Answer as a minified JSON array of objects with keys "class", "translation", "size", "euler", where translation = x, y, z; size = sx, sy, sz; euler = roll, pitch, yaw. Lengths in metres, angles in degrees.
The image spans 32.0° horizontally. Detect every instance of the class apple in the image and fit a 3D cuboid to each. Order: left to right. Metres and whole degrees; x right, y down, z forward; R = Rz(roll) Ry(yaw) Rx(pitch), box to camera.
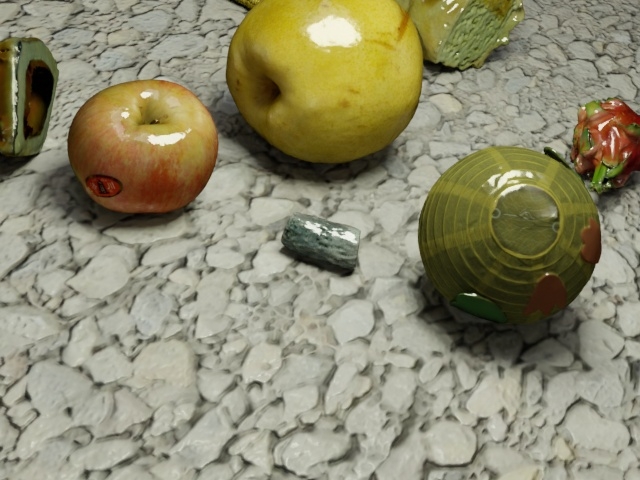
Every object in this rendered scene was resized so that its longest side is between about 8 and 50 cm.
[{"class":"apple","translation":[-0.251,-0.127,1.571],"size":[0.209,0.164,0.209],"euler":[8,49,-9]}]

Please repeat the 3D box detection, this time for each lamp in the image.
[{"class":"lamp","translation":[0.251,0.000,1.542],"size":[0.250,0.284,0.250],"euler":[1,81,-5]}]

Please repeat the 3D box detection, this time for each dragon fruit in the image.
[{"class":"dragon fruit","translation":[0.488,-0.157,1.877],"size":[0.135,0.137,0.236],"euler":[13,27,12]}]

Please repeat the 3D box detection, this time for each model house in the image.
[{"class":"model house","translation":[-0.517,-0.208,1.616],"size":[0.239,0.173,0.268],"euler":[-1,6,0]}]

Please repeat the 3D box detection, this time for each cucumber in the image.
[{"class":"cucumber","translation":[0.002,0.000,1.577],"size":[0.112,0.064,0.064],"euler":[15,36,5]}]

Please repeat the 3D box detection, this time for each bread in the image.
[{"class":"bread","translation":[0.221,-0.455,2.139],"size":[0.238,0.196,0.252],"euler":[-15,48,-39]}]

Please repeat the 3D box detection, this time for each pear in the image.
[{"class":"pear","translation":[0.014,-0.267,1.746],"size":[0.314,0.314,0.314],"euler":[9,37,-7]}]

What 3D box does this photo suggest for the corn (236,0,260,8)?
[{"class":"corn","translation":[-0.122,-0.477,2.153],"size":[0.206,0.067,0.067],"euler":[29,39,18]}]
